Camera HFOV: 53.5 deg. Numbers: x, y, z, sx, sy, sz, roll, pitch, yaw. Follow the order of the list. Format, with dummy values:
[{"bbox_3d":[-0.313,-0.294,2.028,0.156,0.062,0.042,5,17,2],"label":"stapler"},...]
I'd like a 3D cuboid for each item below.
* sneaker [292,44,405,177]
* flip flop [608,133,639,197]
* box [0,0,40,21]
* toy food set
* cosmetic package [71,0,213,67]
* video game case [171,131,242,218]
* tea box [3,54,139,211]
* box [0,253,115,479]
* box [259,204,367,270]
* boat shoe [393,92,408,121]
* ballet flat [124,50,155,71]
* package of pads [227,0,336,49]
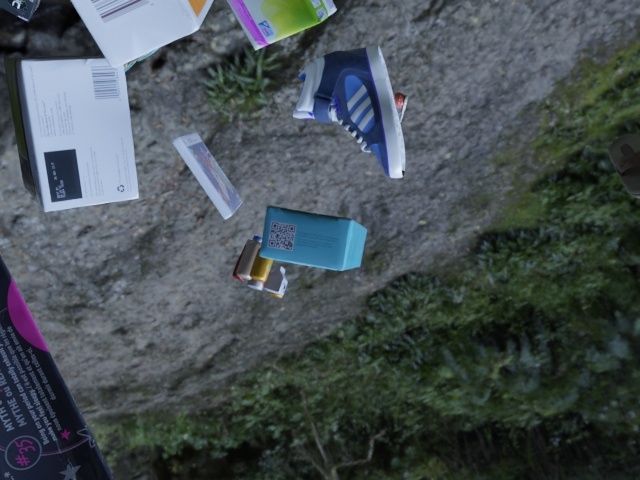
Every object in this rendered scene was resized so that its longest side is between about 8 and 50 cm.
[{"bbox_3d":[0.059,-0.282,1.496,0.236,0.323,0.130,-12,179,14],"label":"sneaker"},{"bbox_3d":[0.746,-0.189,1.490,0.112,0.080,0.277,-30,-152,21],"label":"flip flop"},{"bbox_3d":[-0.522,-0.428,1.080,0.083,0.052,0.062,26,143,-24],"label":"box"},{"bbox_3d":[-0.132,0.056,1.490,0.111,0.105,0.232,16,167,16],"label":"toy food set"},{"bbox_3d":[-0.299,-0.496,1.097,0.161,0.230,0.453,-20,-148,11],"label":"cosmetic package"},{"bbox_3d":[-0.250,-0.152,1.437,0.023,0.201,0.183,-31,-170,8],"label":"video game case"},{"bbox_3d":[-0.599,-0.270,1.516,0.220,0.329,0.323,-12,-158,-31],"label":"tea box"},{"bbox_3d":[-0.247,0.133,0.443,0.142,0.247,0.163,-26,164,-24],"label":"box"},{"bbox_3d":[0.000,0.000,0.821,0.100,0.060,0.244,10,180,8],"label":"box"},{"bbox_3d":[0.194,-0.338,1.610,0.043,0.049,0.137,12,172,4],"label":"boat shoe"},{"bbox_3d":[-0.478,-0.483,1.604,0.206,0.073,0.067,-19,136,37],"label":"ballet flat"},{"bbox_3d":[-0.122,-0.655,1.670,0.296,0.229,0.101,-2,-144,48],"label":"package of pads"}]
